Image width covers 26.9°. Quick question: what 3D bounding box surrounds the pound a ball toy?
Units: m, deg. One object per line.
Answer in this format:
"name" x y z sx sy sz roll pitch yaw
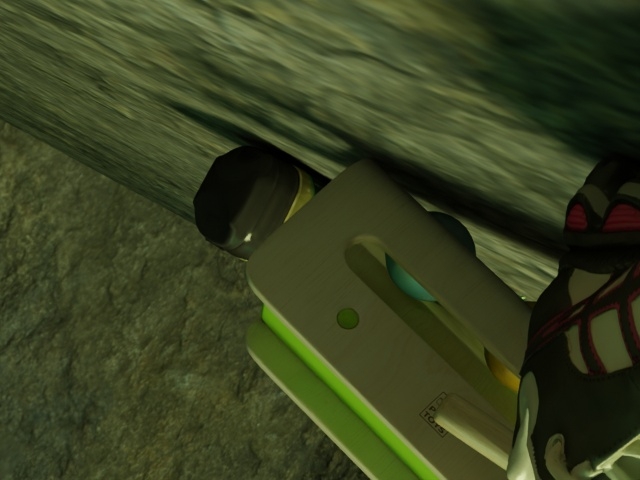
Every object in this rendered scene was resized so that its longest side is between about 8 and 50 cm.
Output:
"pound a ball toy" 0.110 0.087 0.711 0.319 0.136 0.208 43 161 14

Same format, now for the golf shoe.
"golf shoe" 0.123 0.037 0.376 0.105 0.120 0.273 28 175 0

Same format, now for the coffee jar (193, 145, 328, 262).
"coffee jar" 0.000 0.000 0.980 0.184 0.079 0.096 28 179 -29

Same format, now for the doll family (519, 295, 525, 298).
"doll family" 0.122 0.081 1.087 0.076 0.111 0.193 -7 172 -16
